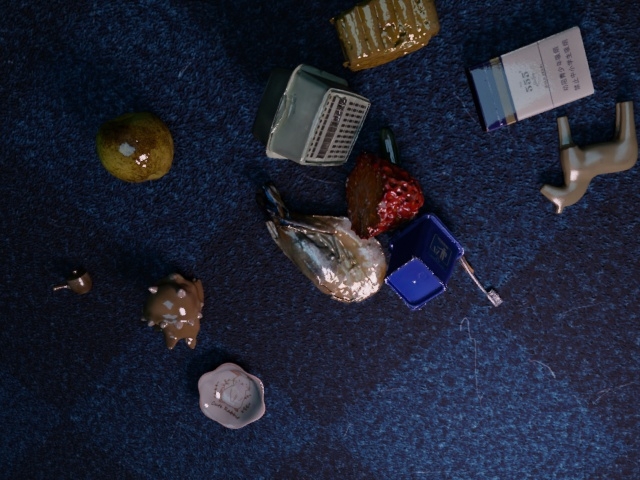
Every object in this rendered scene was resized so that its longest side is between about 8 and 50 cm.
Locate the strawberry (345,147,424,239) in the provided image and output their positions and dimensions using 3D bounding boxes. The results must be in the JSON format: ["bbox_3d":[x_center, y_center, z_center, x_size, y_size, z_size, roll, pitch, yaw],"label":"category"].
[{"bbox_3d":[0.172,-0.118,1.241,0.178,0.234,0.234,0,109,-23],"label":"strawberry"}]

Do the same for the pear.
[{"bbox_3d":[-0.493,-0.244,1.273,0.197,0.197,0.197,2,107,8],"label":"pear"}]

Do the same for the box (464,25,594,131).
[{"bbox_3d":[0.499,-0.384,1.146,0.259,0.071,0.168,-18,103,14],"label":"box"}]

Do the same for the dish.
[{"bbox_3d":[-0.277,0.484,1.523,0.229,0.081,0.229,2,103,7],"label":"dish"}]

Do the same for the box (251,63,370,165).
[{"bbox_3d":[-0.019,-0.294,1.139,0.166,0.290,0.221,30,110,20],"label":"box"}]

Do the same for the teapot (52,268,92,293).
[{"bbox_3d":[-0.778,0.133,1.482,0.085,0.110,0.080,22,134,47],"label":"teapot"}]

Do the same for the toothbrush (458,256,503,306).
[{"bbox_3d":[0.404,0.062,1.322,0.031,0.023,0.321,-40,99,10],"label":"toothbrush"}]

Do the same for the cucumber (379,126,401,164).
[{"bbox_3d":[0.180,-0.250,1.248,0.048,0.048,0.105,-11,102,12],"label":"cucumber"}]

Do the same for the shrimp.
[{"bbox_3d":[0.000,0.000,1.325,0.445,0.110,0.221,40,102,-8],"label":"shrimp"}]

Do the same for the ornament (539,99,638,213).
[{"bbox_3d":[0.663,-0.200,1.183,0.230,0.061,0.245,-11,102,13],"label":"ornament"}]

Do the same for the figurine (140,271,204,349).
[{"bbox_3d":[-0.442,0.220,1.416,0.177,0.173,0.247,25,108,0],"label":"figurine"}]

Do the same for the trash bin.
[{"bbox_3d":[0.253,0.059,1.226,0.162,0.234,0.184,45,123,-7],"label":"trash bin"}]

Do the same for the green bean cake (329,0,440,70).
[{"bbox_3d":[0.146,-0.481,1.090,0.224,0.230,0.131,-17,105,9],"label":"green bean cake"}]
